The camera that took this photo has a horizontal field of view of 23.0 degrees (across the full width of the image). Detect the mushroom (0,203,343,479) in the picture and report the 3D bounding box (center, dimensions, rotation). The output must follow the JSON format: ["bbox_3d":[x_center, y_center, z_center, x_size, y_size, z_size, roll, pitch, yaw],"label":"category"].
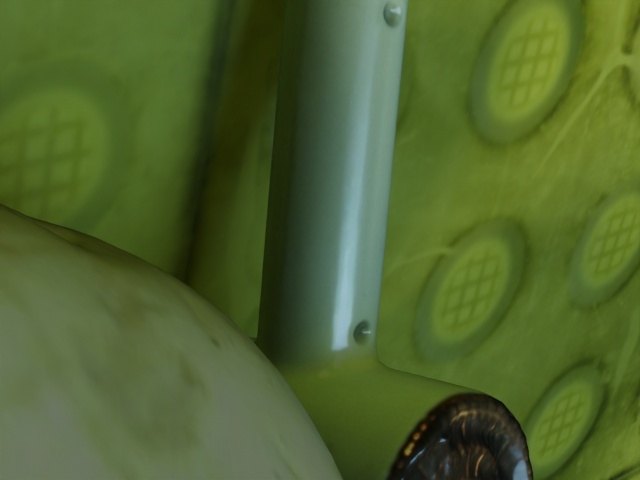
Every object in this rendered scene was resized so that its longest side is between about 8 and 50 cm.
[{"bbox_3d":[-0.152,0.127,0.576,0.353,0.353,0.325,-17,106,-42],"label":"mushroom"}]

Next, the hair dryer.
[{"bbox_3d":[0.000,0.000,0.761,0.128,0.203,0.362,-2,98,-50],"label":"hair dryer"}]
